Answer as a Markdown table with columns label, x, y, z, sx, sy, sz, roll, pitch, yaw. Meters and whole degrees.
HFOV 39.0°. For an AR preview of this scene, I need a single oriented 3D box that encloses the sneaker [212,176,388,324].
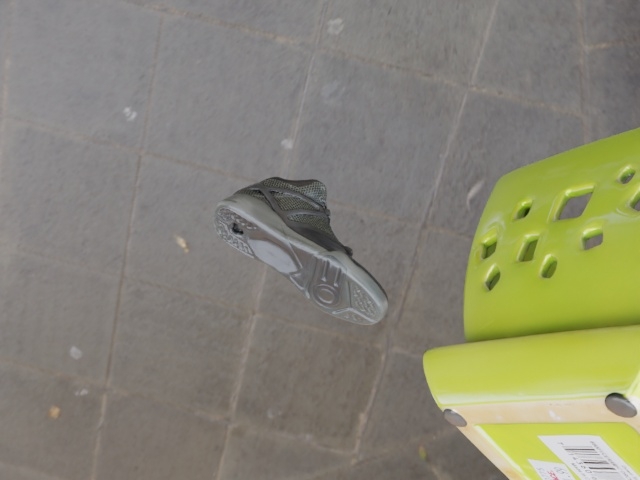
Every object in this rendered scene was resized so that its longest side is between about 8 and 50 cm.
| label | x | y | z | sx | sy | sz | roll | pitch | yaw |
| --- | --- | --- | --- | --- | --- | --- | --- | --- | --- |
| sneaker | 0.000 | 0.000 | 1.051 | 0.228 | 0.130 | 0.087 | 33 | 135 | 15 |

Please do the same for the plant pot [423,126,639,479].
| label | x | y | z | sx | sy | sz | roll | pitch | yaw |
| --- | --- | --- | --- | --- | --- | --- | --- | --- | --- |
| plant pot | 0.220 | 0.075 | 0.590 | 0.228 | 0.207 | 0.227 | 46 | 149 | -18 |
